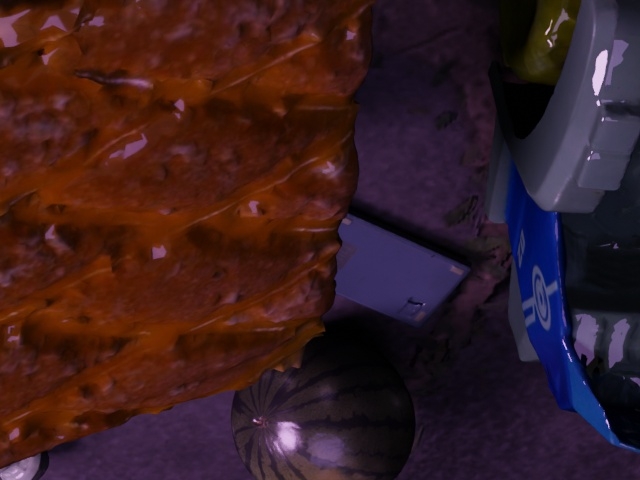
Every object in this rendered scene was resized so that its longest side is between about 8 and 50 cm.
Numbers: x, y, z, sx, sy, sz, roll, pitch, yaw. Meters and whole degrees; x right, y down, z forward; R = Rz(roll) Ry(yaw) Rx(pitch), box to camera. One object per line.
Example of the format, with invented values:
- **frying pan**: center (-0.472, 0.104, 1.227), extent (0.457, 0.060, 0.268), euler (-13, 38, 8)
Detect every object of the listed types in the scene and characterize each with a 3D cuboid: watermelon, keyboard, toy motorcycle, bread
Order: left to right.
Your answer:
- **bread**: center (-0.139, -0.059, 0.851), extent (0.279, 0.207, 0.279), euler (-17, 139, -19)
- **keyboard**: center (0.000, 0.001, 1.096), extent (0.176, 0.014, 0.055), euler (23, 127, -26)
- **watermelon**: center (0.009, 0.108, 1.147), extent (0.105, 0.105, 0.133), euler (-35, 151, 25)
- **toy motorcycle**: center (0.176, -0.011, 0.978), extent (0.191, 0.200, 0.326), euler (3, 132, -10)

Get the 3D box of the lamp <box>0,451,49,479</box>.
- **lamp**: center (-0.226, 0.116, 1.147), extent (0.091, 0.091, 0.163), euler (-34, 145, 25)
